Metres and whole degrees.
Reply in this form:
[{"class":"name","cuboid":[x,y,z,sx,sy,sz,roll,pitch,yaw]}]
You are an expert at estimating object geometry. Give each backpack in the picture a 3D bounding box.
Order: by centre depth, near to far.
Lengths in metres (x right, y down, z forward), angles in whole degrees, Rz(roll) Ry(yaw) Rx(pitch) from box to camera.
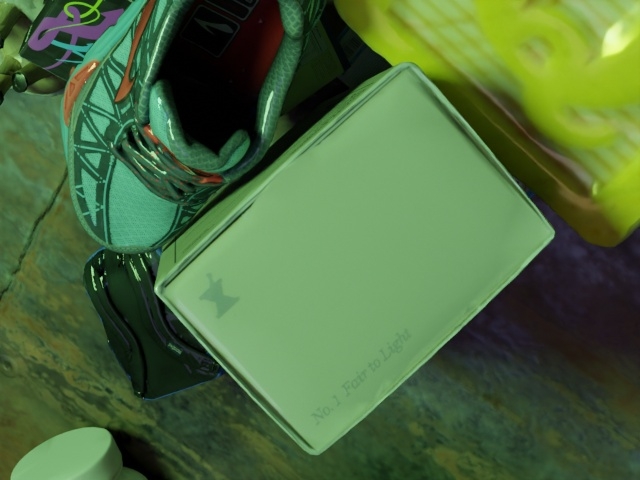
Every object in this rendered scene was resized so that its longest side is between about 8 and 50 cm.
[{"class":"backpack","cuboid":[-0.115,0.043,0.918,0.098,0.101,0.120,-24,101,31]}]

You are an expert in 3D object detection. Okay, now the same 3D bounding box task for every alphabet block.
[{"class":"alphabet block","cuboid":[0.157,-0.151,0.630,0.193,0.197,0.192,41,125,0]}]

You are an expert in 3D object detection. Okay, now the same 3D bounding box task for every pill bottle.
[{"class":"pill bottle","cuboid":[-0.184,0.276,1.066,0.121,0.121,0.216,-8,113,28]}]

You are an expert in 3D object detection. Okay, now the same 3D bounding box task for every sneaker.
[{"class":"sneaker","cuboid":[-0.078,-0.072,0.645,0.104,0.125,0.262,19,131,-16]}]

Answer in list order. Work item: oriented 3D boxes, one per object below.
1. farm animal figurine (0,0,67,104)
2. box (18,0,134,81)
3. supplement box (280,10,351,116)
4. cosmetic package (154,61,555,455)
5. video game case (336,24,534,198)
[{"class":"farm animal figurine","cuboid":[-0.137,-0.273,0.728,0.330,0.172,0.326,-19,120,23]},{"class":"box","cuboid":[-0.082,-0.135,0.692,0.116,0.029,0.162,29,127,-24]},{"class":"supplement box","cuboid":[-0.043,-0.112,0.799,0.083,0.083,0.056,-8,114,47]},{"class":"cosmetic package","cuboid":[0.000,0.000,0.699,0.160,0.309,0.113,-42,98,-2]},{"class":"video game case","cuboid":[0.095,-0.104,0.795,0.166,0.015,0.119,41,125,-1]}]
